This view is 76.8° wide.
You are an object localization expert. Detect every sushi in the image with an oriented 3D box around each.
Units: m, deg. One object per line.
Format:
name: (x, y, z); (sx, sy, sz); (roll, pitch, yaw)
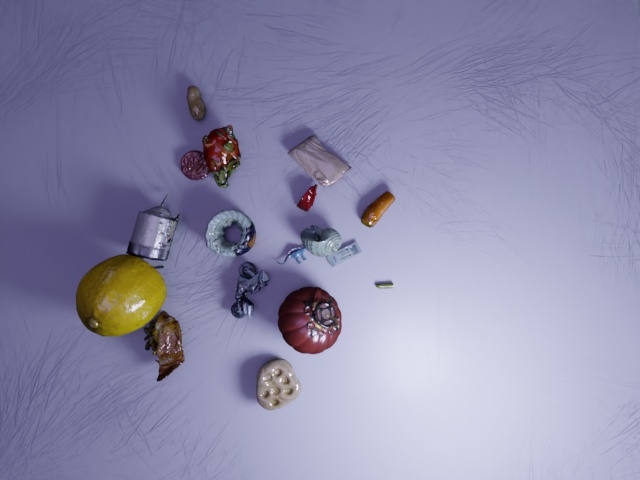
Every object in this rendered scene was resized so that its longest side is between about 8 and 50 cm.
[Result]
sushi: (-0.731, 0.480, 1.884); (0.179, 0.167, 0.295); (-6, 97, -19)

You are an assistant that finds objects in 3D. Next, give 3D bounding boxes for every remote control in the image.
remote control: (0.114, 0.067, 1.940); (0.162, 0.029, 0.061); (-27, 90, -5)

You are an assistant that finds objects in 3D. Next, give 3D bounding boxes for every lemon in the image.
lemon: (-0.889, 0.257, 1.762); (0.365, 0.364, 0.363); (0, 88, 1)

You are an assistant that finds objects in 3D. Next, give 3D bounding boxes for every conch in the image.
conch: (0.004, 0.010, 1.892); (0.172, 0.200, 0.131); (-29, 120, -26)

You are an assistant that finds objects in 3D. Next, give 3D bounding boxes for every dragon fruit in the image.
dragon fruit: (-0.048, -0.204, 1.936); (0.063, 0.097, 0.131); (39, 70, -1)
dragon fruit: (-0.447, -0.392, 1.882); (0.200, 0.199, 0.268); (-21, 84, 43)

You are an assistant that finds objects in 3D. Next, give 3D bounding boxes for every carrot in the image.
carrot: (0.269, -0.150, 1.919); (0.087, 0.087, 0.193); (38, 88, 2)

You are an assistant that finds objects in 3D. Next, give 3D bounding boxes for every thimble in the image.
thimble: (-0.425, -0.030, 1.892); (0.238, 0.150, 0.236); (0, 89, 2)

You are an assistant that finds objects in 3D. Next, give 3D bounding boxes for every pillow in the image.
pillow: (-0.004, -0.384, 1.937); (0.270, 0.067, 0.173); (44, 85, 1)

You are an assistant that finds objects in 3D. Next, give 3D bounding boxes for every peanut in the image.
peanut: (-0.600, -0.665, 1.953); (0.080, 0.080, 0.174); (-14, 86, 0)

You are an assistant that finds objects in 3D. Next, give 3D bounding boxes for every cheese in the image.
cheese: (-0.197, 0.669, 1.882); (0.218, 0.117, 0.234); (25, 88, 0)

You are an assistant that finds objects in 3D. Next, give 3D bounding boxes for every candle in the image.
candle: (-0.769, -0.065, 1.885); (0.188, 0.187, 0.329); (15, 87, 1)

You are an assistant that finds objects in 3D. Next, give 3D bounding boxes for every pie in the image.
pie: (-0.607, -0.366, 1.962); (0.155, 0.036, 0.154); (0, 89, 0)

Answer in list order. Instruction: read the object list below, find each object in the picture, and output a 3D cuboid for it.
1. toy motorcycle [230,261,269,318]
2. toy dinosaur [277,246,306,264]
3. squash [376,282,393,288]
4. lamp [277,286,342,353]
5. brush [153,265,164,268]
toy motorcycle: (-0.328, 0.238, 1.906); (0.159, 0.106, 0.269); (8, 84, 7)
toy dinosaur: (-0.113, 0.071, 1.937); (0.198, 0.045, 0.080); (-28, 81, -8)
squash: (0.307, 0.217, 1.932); (0.084, 0.027, 0.027); (-3, 88, 2)
lamp: (-0.044, 0.357, 1.815); (0.304, 0.257, 0.302); (14, 63, -29)
brush: (-0.800, 0.135, 1.962); (0.084, 0.008, 0.023); (-8, 85, 1)
